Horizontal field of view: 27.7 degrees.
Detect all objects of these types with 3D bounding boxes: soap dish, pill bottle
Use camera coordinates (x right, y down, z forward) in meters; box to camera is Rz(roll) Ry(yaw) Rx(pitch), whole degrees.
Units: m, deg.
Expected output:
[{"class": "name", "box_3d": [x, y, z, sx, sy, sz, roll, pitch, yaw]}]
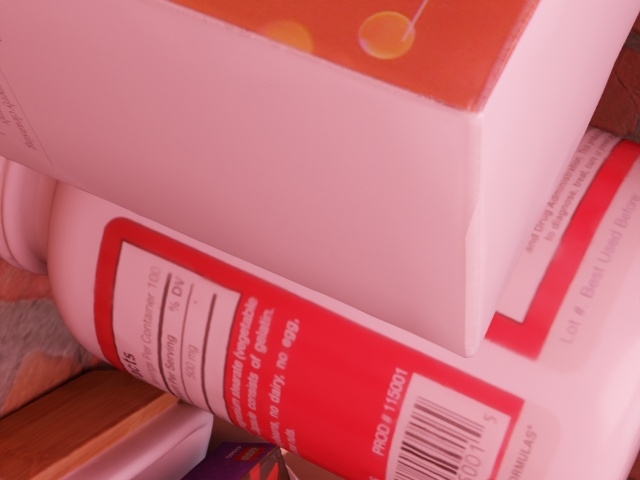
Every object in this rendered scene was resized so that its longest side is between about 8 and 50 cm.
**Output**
[{"class": "soap dish", "box_3d": [-0.199, 0.245, 0.945, 0.229, 0.118, 0.291, -30, 140, -64]}, {"class": "pill bottle", "box_3d": [0.000, 0.000, 0.733, 0.229, 0.407, 0.229, -56, 161, -31]}]

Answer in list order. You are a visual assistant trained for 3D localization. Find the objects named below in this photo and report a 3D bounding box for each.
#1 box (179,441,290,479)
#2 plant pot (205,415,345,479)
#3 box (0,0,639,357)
[{"class": "box", "box_3d": [-0.097, 0.292, 0.853, 0.293, 0.057, 0.201, -37, 116, -49]}, {"class": "plant pot", "box_3d": [-0.064, 0.213, 1.137, 0.191, 0.284, 0.284, -39, 169, 14]}, {"class": "box", "box_3d": [-0.054, -0.140, 0.490, 0.215, 0.345, 0.168, -61, 162, -22]}]
